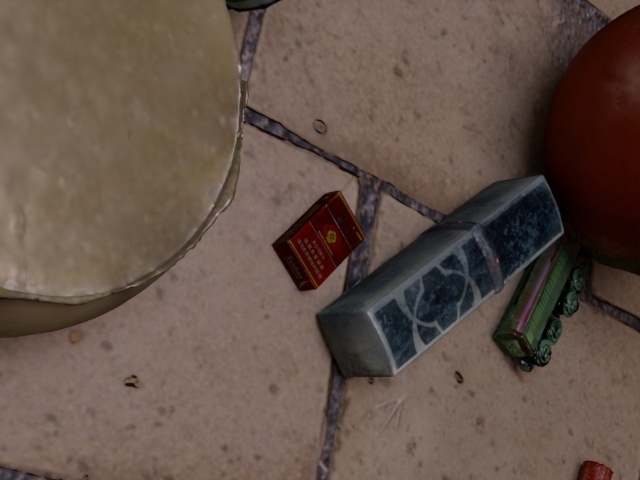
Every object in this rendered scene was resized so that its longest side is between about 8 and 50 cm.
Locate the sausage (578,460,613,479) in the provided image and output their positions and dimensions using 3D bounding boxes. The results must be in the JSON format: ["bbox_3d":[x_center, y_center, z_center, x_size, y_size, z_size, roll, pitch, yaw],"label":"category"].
[{"bbox_3d":[0.276,0.297,1.200,0.034,0.034,0.129,41,58,-31],"label":"sausage"}]

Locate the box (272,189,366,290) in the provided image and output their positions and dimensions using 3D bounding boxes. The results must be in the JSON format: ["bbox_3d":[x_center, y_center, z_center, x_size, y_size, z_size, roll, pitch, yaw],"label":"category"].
[{"bbox_3d":[0.000,0.000,0.997,0.082,0.023,0.051,-45,114,-37],"label":"box"}]

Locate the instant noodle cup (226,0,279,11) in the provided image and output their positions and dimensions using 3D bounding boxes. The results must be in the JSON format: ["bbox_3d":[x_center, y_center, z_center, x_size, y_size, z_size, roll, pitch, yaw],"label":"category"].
[{"bbox_3d":[-0.083,-0.303,0.859,0.233,0.207,0.207,49,54,-35],"label":"instant noodle cup"}]

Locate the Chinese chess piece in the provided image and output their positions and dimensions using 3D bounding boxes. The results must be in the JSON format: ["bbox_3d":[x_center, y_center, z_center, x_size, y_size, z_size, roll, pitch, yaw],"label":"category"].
[{"bbox_3d":[-0.206,-0.106,0.746,0.338,0.140,0.338,10,76,-42],"label":"Chinese chess piece"}]

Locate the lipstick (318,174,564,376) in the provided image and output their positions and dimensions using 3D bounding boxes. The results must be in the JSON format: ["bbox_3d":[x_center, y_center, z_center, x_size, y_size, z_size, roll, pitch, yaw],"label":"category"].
[{"bbox_3d":[0.118,0.030,1.065,0.289,0.076,0.077,-34,109,-38],"label":"lipstick"}]

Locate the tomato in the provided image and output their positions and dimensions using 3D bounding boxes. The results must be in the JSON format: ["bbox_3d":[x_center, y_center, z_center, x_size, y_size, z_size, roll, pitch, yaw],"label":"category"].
[{"bbox_3d":[0.389,-0.101,1.174,0.321,0.321,0.322,7,79,-42],"label":"tomato"}]

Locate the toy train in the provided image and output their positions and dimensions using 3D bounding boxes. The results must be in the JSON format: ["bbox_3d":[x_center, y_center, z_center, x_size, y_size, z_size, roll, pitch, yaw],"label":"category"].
[{"bbox_3d":[0.232,0.067,1.190,0.071,0.038,0.148,50,53,-26],"label":"toy train"}]
